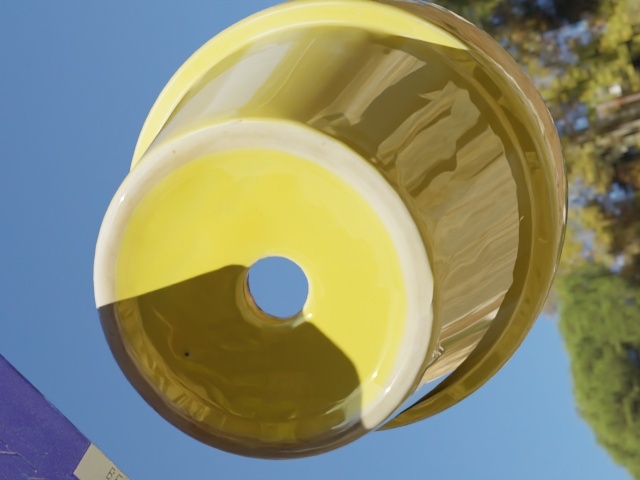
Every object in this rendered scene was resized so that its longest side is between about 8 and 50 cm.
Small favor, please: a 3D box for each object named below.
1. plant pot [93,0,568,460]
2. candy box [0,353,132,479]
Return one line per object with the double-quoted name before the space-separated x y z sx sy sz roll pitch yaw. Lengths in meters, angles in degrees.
"plant pot" 0.000 0.000 0.736 0.239 0.254 0.254 -47 -61 -72
"candy box" -0.191 0.201 0.661 0.268 0.317 0.122 48 -138 -18
